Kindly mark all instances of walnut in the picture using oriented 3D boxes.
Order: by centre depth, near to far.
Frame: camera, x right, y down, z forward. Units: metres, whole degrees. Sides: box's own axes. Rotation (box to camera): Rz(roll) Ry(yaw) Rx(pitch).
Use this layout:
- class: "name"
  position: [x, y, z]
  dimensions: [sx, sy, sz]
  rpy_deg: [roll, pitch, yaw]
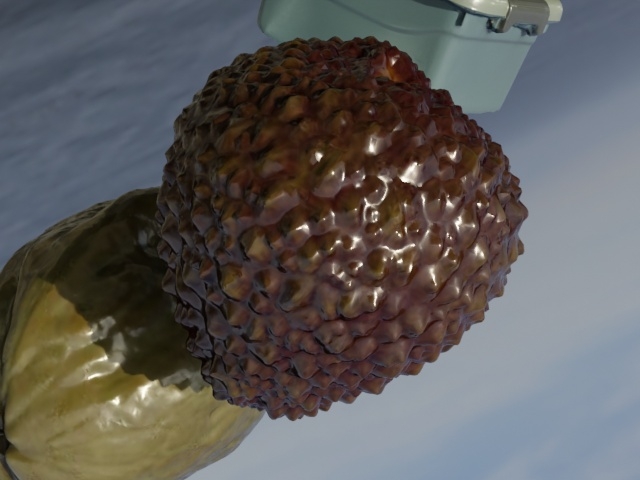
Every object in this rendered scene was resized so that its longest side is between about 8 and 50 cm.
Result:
- class: "walnut"
  position: [-0.157, 0.087, 1.276]
  dimensions: [0.227, 0.283, 0.283]
  rpy_deg: [13, -158, 32]

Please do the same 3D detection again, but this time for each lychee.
- class: "lychee"
  position: [0.000, 0.000, 1.081]
  dimensions: [0.271, 0.271, 0.271]
  rpy_deg: [-27, 179, -1]

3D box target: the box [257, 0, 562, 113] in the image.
- class: "box"
  position: [0.066, -0.195, 1.335]
  dimensions: [0.162, 0.227, 0.130]
  rpy_deg: [-7, 123, -55]
